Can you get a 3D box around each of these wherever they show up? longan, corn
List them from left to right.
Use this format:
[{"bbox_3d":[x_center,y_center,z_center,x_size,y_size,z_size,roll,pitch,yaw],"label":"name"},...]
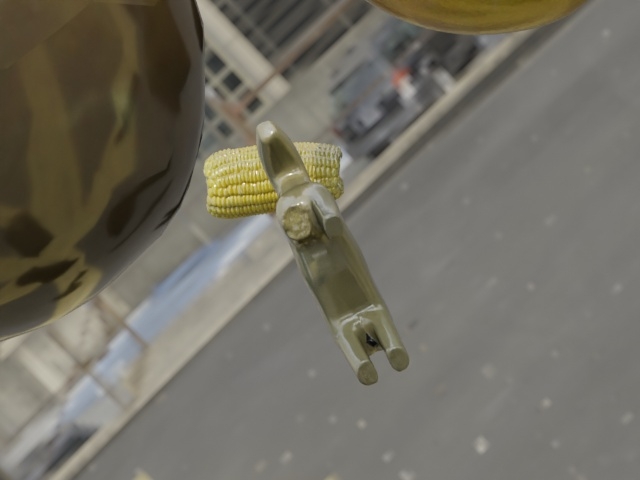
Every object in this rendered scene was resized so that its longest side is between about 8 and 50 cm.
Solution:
[{"bbox_3d":[-0.254,-0.110,1.205,0.404,0.405,0.336,-62,-10,-61],"label":"longan"},{"bbox_3d":[-0.054,-0.072,2.258,0.165,0.085,0.063,-5,-23,0],"label":"corn"}]

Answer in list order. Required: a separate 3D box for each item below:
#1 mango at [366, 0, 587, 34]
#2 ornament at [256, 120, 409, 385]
[{"bbox_3d":[0.111,-0.336,1.987,0.199,0.384,0.221,-64,0,43],"label":"mango"},{"bbox_3d":[0.000,0.000,1.805,0.061,0.230,0.245,-26,16,-1],"label":"ornament"}]
